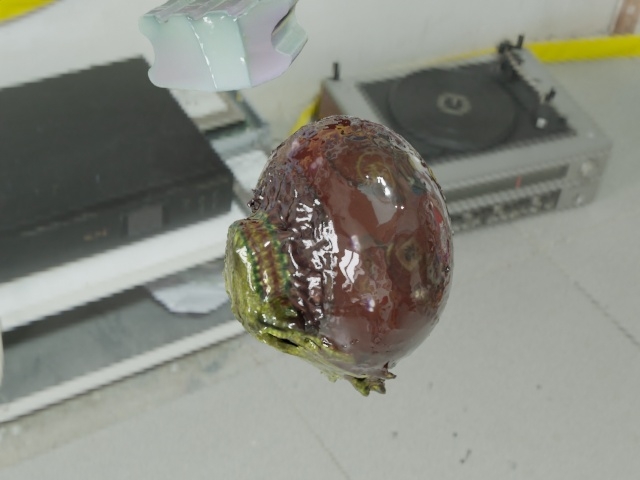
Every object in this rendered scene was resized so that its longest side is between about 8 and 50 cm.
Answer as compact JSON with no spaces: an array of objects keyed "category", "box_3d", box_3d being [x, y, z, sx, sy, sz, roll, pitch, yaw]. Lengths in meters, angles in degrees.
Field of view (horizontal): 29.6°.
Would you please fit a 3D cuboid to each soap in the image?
[{"category":"soap","box_3d":[-0.139,-0.306,1.800,0.208,0.115,0.347,-5,18,8]}]

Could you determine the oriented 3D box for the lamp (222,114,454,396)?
[{"category":"lamp","box_3d":[0.006,0.004,0.734,0.135,0.156,0.157,-6,54,-19]}]
